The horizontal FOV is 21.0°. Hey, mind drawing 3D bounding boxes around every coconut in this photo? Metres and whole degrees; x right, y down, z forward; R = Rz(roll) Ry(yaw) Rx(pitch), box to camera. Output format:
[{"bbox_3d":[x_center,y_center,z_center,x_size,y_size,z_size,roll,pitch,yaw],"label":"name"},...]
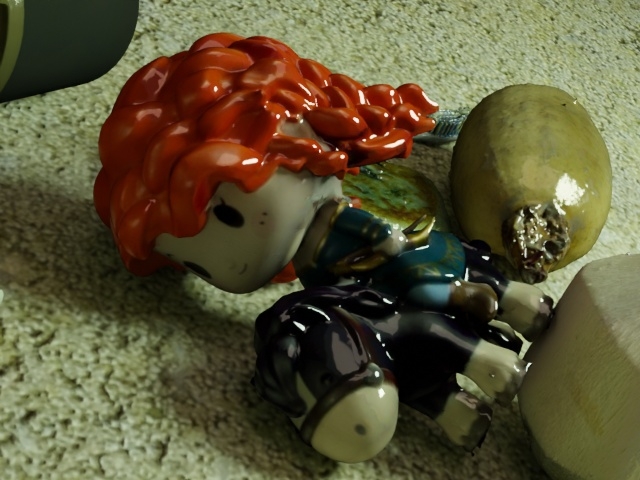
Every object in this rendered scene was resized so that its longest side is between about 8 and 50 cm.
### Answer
[{"bbox_3d":[0.287,0.111,1.450,0.224,0.234,0.224,21,21,-8],"label":"coconut"}]

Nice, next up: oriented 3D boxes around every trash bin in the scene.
[{"bbox_3d":[-0.324,-0.209,1.543,0.214,0.214,0.334,34,21,17],"label":"trash bin"}]

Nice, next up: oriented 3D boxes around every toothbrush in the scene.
[{"bbox_3d":[0.013,-0.124,1.853,0.413,0.042,0.035,-4,39,-41],"label":"toothbrush"}]

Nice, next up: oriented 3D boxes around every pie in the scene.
[{"bbox_3d":[0.049,-0.046,1.739,0.187,0.041,0.187,19,28,-10],"label":"pie"}]

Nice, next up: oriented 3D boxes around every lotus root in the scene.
[{"bbox_3d":[0.219,-0.060,1.784,0.169,0.151,0.343,23,24,-4],"label":"lotus root"}]

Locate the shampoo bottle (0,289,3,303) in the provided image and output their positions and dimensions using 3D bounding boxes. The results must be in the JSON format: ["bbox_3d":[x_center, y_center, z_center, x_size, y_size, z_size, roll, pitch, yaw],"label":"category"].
[{"bbox_3d":[-0.297,0.054,1.282,0.049,0.034,0.141,40,30,12],"label":"shampoo bottle"}]

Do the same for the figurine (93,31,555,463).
[{"bbox_3d":[0.002,0.010,1.439,0.306,0.241,0.412,-27,72,-26],"label":"figurine"}]
